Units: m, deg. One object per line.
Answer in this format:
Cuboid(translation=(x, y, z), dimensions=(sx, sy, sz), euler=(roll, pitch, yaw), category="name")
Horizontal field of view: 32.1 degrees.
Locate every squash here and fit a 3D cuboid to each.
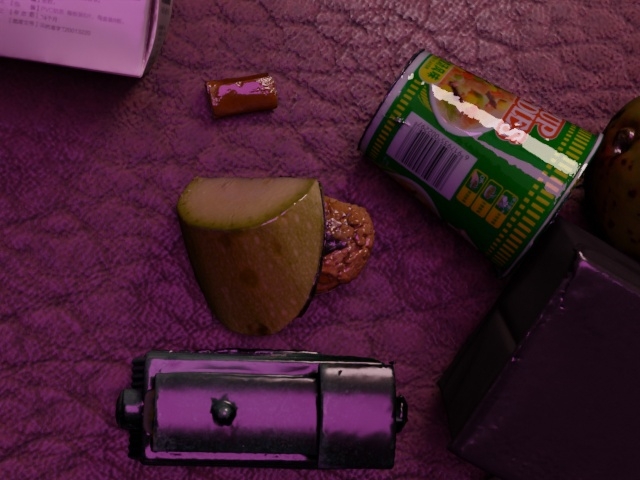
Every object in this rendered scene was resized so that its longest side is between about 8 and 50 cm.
Cuboid(translation=(-0.093, 0.017, 1.240), dimensions=(0.192, 0.085, 0.184), euler=(1, 91, 32), category="squash")

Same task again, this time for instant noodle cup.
Cuboid(translation=(0.174, -0.099, 1.298), dimensions=(0.233, 0.207, 0.207), euler=(33, 78, 4), category="instant noodle cup")

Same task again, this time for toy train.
Cuboid(translation=(-0.058, 0.185, 1.222), dimensions=(0.331, 0.178, 0.138), euler=(2, 82, -9), category="toy train")

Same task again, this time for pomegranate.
Cuboid(translation=(0.434, -0.049, 1.334), dimensions=(0.231, 0.286, 0.230), euler=(-17, 47, 19), category="pomegranate")

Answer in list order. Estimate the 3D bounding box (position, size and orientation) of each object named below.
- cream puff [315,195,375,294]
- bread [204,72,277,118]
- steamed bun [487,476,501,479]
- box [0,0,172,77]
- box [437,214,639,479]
Cuboid(translation=(0.000, 0.000, 1.297), dimensions=(0.133, 0.104, 0.119), euler=(-10, 76, -5), category="cream puff")
Cuboid(translation=(-0.095, -0.176, 1.341), dimensions=(0.083, 0.036, 0.046), euler=(-10, 86, -8), category="bread")
Cuboid(translation=(0.251, 0.353, 1.278), dimensions=(0.183, 0.106, 0.182), euler=(1, 83, -7), category="steamed bun")
Cuboid(translation=(-0.335, -0.274, 1.236), dimensions=(0.333, 0.173, 0.145), euler=(7, 100, -8), category="box")
Cuboid(translation=(0.336, 0.170, 1.218), dimensions=(0.345, 0.204, 0.251), euler=(30, 103, -7), category="box")
